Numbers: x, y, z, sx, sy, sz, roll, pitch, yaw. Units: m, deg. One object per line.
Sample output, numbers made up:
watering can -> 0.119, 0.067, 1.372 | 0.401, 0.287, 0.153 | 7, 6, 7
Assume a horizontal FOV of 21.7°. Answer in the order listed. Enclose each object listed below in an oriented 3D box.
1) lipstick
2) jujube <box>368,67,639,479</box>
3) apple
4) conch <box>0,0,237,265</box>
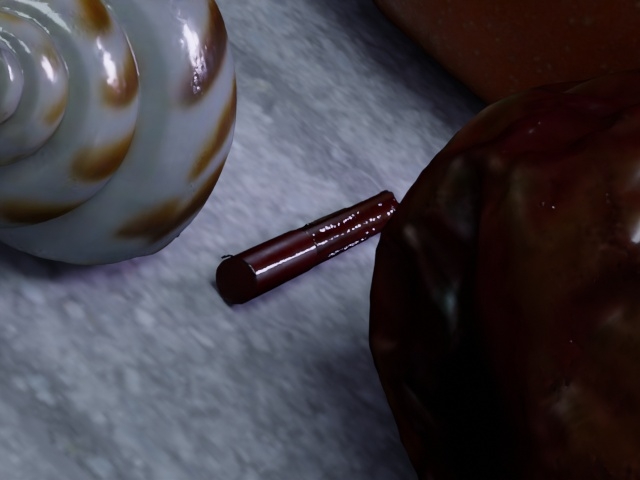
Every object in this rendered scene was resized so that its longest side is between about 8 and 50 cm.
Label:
lipstick -> 0.000, 0.001, 0.930 | 0.027, 0.027, 0.176 | 47, 31, 11
jujube -> 0.185, 0.103, 0.781 | 0.276, 0.276, 0.377 | -10, 56, -50
apple -> 0.181, -0.243, 1.172 | 0.348, 0.277, 0.348 | 27, 31, -18
conch -> -0.127, -0.080, 0.781 | 0.183, 0.149, 0.275 | 35, 30, 1
